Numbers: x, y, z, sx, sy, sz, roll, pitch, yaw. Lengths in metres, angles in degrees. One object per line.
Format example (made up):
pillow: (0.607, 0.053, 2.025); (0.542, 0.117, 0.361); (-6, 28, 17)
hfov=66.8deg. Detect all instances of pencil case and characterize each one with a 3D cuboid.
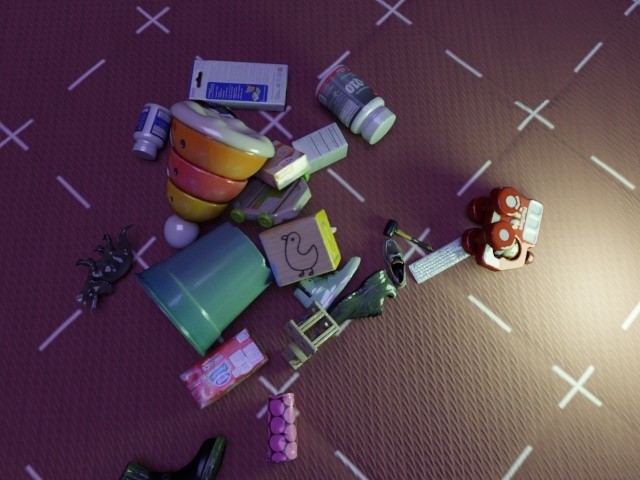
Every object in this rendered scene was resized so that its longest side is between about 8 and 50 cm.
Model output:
pencil case: (-0.127, 0.596, 1.550); (0.098, 0.095, 0.209); (-7, 73, 15)

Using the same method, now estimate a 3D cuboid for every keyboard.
keyboard: (0.439, 0.062, 1.724); (0.256, 0.014, 0.072); (-28, 77, -7)

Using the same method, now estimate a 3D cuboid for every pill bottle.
pill bottle: (-0.626, -0.400, 1.798); (0.112, 0.112, 0.186); (13, 76, 4)
pill bottle: (0.132, -0.501, 1.796); (0.161, 0.161, 0.283); (-44, 79, -10)

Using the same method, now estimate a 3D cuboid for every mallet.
mallet: (0.312, -0.002, 1.732); (0.190, 0.039, 0.062); (34, 77, 5)

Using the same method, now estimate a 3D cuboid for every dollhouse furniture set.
dollhouse furniture set: (-0.052, 0.312, 1.598); (0.129, 0.183, 0.129); (-33, 76, -39)

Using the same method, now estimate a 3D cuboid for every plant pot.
plant pot: (-0.355, 0.135, 1.565); (0.334, 0.341, 0.341); (-40, 79, -18)

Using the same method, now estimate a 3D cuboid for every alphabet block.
alphabet block: (-0.061, 0.021, 1.601); (0.197, 0.193, 0.192); (-19, 98, 11)

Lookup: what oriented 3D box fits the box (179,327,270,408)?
box: (-0.305, 0.414, 1.578); (0.257, 0.122, 0.128); (-36, 78, -8)

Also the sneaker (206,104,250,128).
sneaker: (-0.348, -0.454, 1.816); (0.235, 0.078, 0.106); (21, 69, 21)

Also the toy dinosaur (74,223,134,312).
toy dinosaur: (-0.733, 0.082, 1.688); (0.160, 0.121, 0.313); (40, 74, -2)

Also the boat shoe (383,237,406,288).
boat shoe: (0.266, 0.074, 1.693); (0.066, 0.066, 0.183); (-13, 76, -4)

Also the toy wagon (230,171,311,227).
toy wagon: (-0.205, -0.159, 1.710); (0.345, 0.068, 0.267); (10, 48, 31)

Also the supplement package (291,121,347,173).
supplement package: (-0.002, -0.334, 1.781); (0.180, 0.105, 0.105); (-26, 77, -7)

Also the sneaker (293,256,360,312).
sneaker: (0.018, 0.125, 1.668); (0.151, 0.094, 0.256); (37, 77, 12)

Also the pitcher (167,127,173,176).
pitcher: (-0.505, -0.342, 1.786); (0.178, 0.126, 0.206); (-18, 70, 27)

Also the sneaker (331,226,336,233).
sneaker: (0.000, 0.000, 1.726); (0.135, 0.051, 0.070); (-18, 90, -11)

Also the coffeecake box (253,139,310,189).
coffeecake box: (-0.150, -0.267, 1.701); (0.142, 0.068, 0.186); (-37, 43, -20)

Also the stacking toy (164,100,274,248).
stacking toy: (-0.391, -0.179, 1.599); (0.351, 0.350, 0.479); (27, 104, 7)

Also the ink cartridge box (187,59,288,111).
ink cartridge box: (-0.313, -0.598, 1.873); (0.372, 0.069, 0.175); (4, 76, -1)

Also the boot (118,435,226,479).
boot: (-0.471, 0.726, 1.493); (0.260, 0.131, 0.347); (26, 77, 7)

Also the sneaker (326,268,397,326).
sneaker: (0.138, 0.222, 1.641); (0.286, 0.109, 0.130); (-37, 88, -5)

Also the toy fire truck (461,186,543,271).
toy fire truck: (0.652, -0.032, 1.683); (0.254, 0.169, 0.301); (21, 74, -15)
